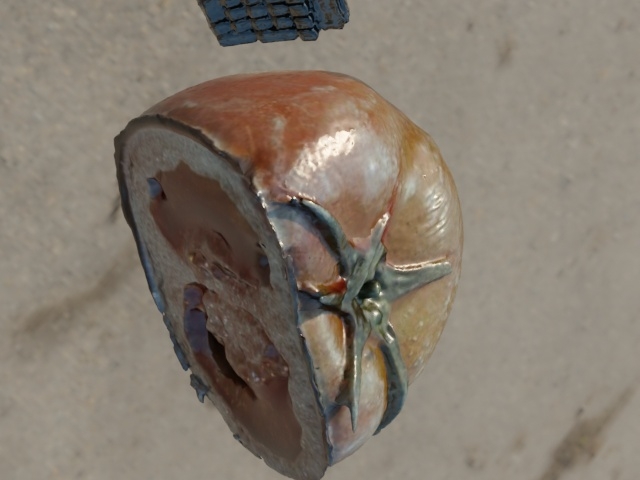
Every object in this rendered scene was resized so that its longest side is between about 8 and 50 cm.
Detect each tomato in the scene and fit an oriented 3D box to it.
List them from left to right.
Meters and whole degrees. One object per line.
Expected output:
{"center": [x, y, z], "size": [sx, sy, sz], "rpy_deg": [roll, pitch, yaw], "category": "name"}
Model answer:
{"center": [0.000, 0.000, 0.880], "size": [0.155, 0.180, 0.214], "rpy_deg": [-32, 126, -30], "category": "tomato"}

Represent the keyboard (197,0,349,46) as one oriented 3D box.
{"center": [-0.034, -0.128, 0.573], "size": [0.060, 0.018, 0.195], "rpy_deg": [-9, 151, 9], "category": "keyboard"}
